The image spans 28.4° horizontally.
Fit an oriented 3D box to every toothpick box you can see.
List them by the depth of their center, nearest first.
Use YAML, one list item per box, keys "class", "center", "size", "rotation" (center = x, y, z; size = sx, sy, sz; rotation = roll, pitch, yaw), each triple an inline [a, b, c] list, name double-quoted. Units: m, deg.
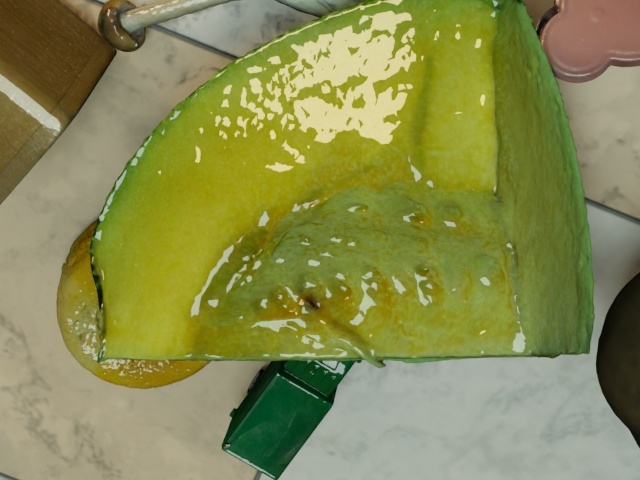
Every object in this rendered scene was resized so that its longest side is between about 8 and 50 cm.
- class: "toothpick box"
  center: [-0.327, -0.171, 0.947]
  size: [0.308, 0.187, 0.190]
  rotation: [39, 115, -15]

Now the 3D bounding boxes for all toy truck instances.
- class: "toy truck"
  center: [-0.021, 0.125, 1.100]
  size: [0.065, 0.079, 0.147]
  rotation: [32, 115, -7]

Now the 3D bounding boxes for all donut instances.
- class: "donut"
  center: [-0.152, 0.057, 1.093]
  size: [0.162, 0.065, 0.178]
  rotation: [38, 116, -11]

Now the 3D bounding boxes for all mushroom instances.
- class: "mushroom"
  center: [-0.023, -0.171, 0.974]
  size: [0.306, 0.043, 0.068]
  rotation: [3, 135, 7]

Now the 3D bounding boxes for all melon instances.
- class: "melon"
  center: [0.004, -0.001, 0.924]
  size: [0.343, 0.226, 0.331]
  rotation: [-1, 137, 25]

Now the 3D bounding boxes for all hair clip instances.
- class: "hair clip"
  center: [0.209, -0.190, 0.888]
  size: [0.123, 0.102, 0.138]
  rotation: [-3, 116, 7]

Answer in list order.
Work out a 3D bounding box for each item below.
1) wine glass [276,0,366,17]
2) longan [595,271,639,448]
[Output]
- class: "wine glass"
  center: [-0.041, -0.236, 0.898]
  size: [0.204, 0.111, 0.111]
  rotation: [29, 118, -1]
- class: "longan"
  center: [0.315, 0.097, 0.973]
  size: [0.212, 0.198, 0.198]
  rotation: [39, 116, -7]
